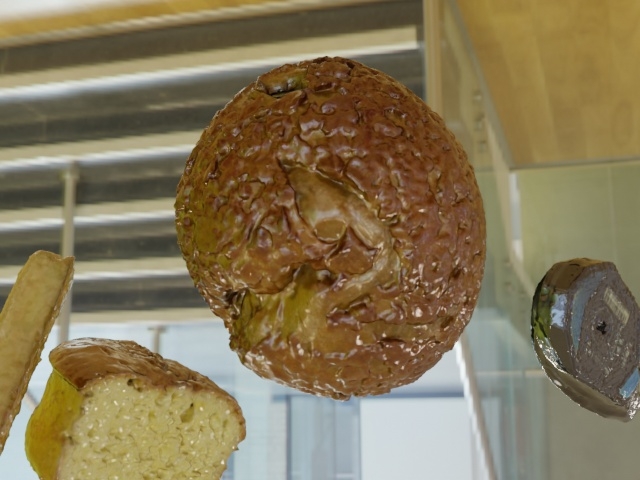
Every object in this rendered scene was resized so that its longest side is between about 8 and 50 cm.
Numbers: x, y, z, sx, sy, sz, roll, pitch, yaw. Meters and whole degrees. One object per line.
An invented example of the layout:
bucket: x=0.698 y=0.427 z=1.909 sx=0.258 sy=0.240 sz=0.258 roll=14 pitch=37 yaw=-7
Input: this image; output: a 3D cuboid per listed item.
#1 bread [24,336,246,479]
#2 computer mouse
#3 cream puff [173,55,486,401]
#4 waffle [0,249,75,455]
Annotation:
bread: x=-0.264 y=0.235 z=1.345 sx=0.179 sy=0.194 sz=0.340 roll=21 pitch=177 yaw=35
computer mouse: x=0.167 y=0.062 z=0.634 sx=0.047 sy=0.079 sz=0.135 roll=0 pitch=147 yaw=49
cream puff: x=0.000 y=0.000 z=0.889 sx=0.303 sy=0.303 sz=0.212 roll=-7 pitch=-164 yaw=29
waffle: x=-0.331 y=0.149 z=1.052 sx=0.057 sy=0.274 sz=0.168 roll=23 pitch=154 yaw=-12
